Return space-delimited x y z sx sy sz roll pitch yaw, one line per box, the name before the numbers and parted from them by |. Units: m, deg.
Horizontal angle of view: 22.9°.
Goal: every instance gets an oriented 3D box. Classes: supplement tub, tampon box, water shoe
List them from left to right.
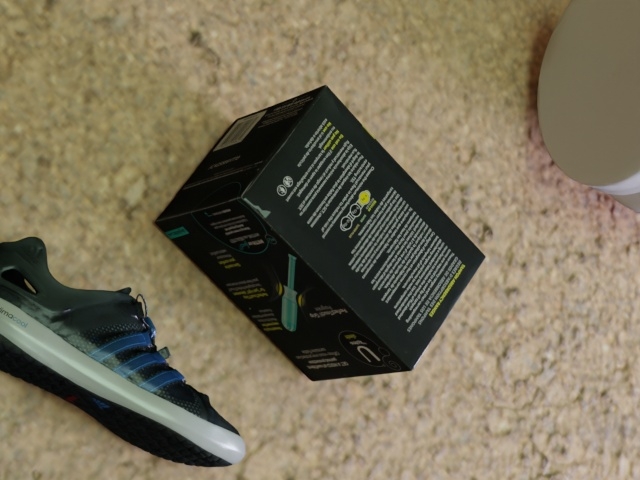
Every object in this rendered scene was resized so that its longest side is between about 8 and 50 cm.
water shoe | -0.118 0.069 0.962 0.203 0.073 0.080 34 63 -26
tampon box | 0.000 0.000 1.022 0.161 0.120 0.101 46 61 -20
supplement tub | 0.323 -0.100 1.213 0.272 0.191 0.191 11 77 -32
